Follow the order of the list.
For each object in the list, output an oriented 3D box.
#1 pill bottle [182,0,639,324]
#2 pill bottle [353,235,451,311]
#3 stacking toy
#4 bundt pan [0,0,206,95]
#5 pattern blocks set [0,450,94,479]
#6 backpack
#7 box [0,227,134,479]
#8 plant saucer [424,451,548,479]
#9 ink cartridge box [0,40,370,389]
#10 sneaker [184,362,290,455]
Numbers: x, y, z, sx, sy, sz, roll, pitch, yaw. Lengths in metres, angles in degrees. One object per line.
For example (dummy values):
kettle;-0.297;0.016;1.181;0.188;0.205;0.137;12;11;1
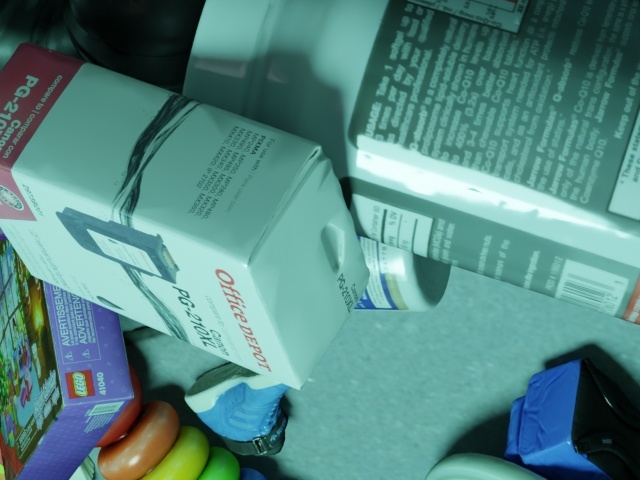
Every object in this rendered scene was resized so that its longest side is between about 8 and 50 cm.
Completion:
pill bottle;0.102;-0.088;1.229;0.363;0.210;0.210;18;132;7
pill bottle;0.000;0.000;1.410;0.186;0.112;0.112;0;128;22
stacking toy;-0.120;0.225;1.636;0.141;0.141;0.330;-30;110;38
bundt pan;-0.212;-0.203;1.319;0.330;0.124;0.331;11;132;13
pattern blocks set;-0.309;0.181;1.744;0.285;0.026;0.325;-19;118;33
backpack;0.217;0.167;1.477;0.120;0.098;0.101;36;142;-27
box;-0.221;0.071;1.445;0.057;0.201;0.293;-5;162;-20
plant saucer;0.203;0.362;1.510;0.400;0.100;0.400;42;157;23
ink cartridge box;-0.103;-0.016;1.204;0.237;0.100;0.172;21;156;24
sneaker;-0.045;0.143;1.582;0.152;0.058;0.084;-25;110;40
